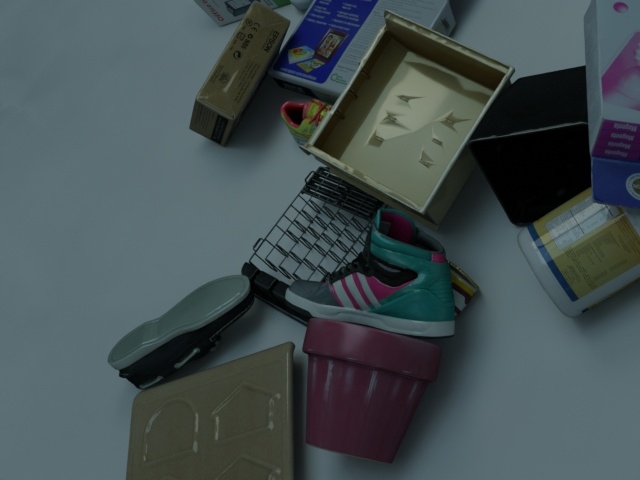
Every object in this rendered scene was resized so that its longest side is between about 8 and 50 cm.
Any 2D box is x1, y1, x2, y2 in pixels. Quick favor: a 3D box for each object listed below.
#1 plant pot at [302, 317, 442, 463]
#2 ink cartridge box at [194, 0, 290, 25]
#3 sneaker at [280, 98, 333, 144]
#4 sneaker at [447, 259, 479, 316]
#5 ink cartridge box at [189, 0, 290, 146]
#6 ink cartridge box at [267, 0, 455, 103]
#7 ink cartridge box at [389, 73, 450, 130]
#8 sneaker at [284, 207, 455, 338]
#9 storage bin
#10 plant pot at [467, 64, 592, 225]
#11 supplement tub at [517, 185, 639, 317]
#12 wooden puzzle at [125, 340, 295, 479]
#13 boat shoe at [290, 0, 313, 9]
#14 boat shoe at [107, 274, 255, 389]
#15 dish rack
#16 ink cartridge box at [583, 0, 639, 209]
[{"bbox_3d":[0.060,0.220,1.557,0.201,0.201,0.180,8,80,40],"label":"plant pot"},{"bbox_3d":[-0.170,-0.557,2.283,0.212,0.154,0.093,-9,57,31],"label":"ink cartridge box"},{"bbox_3d":[0.009,-0.213,1.954,0.209,0.094,0.081,7,63,38],"label":"sneaker"},{"bbox_3d":[0.157,0.056,1.672,0.084,0.069,0.185,-51,43,-5],"label":"sneaker"},{"bbox_3d":[-0.158,-0.319,2.087,0.234,0.088,0.193,-62,3,-14],"label":"ink cartridge box"},{"bbox_3d":[0.093,-0.391,2.015,0.304,0.072,0.307,24,76,40],"label":"ink cartridge box"},{"bbox_3d":[0.178,-0.235,1.844,0.143,0.090,0.092,-40,45,5],"label":"ink cartridge box"},{"bbox_3d":[0.074,0.039,1.617,0.296,0.124,0.178,8,95,36],"label":"sneaker"},{"bbox_3d":[0.139,-0.195,1.716,0.260,0.123,0.262,31,87,24],"label":"storage bin"},{"bbox_3d":[0.355,-0.151,1.602,0.187,0.188,0.167,-6,45,34],"label":"plant pot"},{"bbox_3d":[0.389,-0.001,1.484,0.200,0.144,0.144,-33,46,13],"label":"supplement tub"},{"bbox_3d":[-0.168,0.352,1.709,0.322,0.080,0.347,-20,46,24],"label":"wooden puzzle"},{"bbox_3d":[0.030,-0.610,2.213,0.302,0.094,0.109,-50,43,-4],"label":"boat shoe"},{"bbox_3d":[-0.227,0.161,1.872,0.303,0.091,0.114,-27,29,22],"label":"boat shoe"},{"bbox_3d":[0.000,0.000,1.830,0.208,0.074,0.271,26,76,43],"label":"dish rack"},{"bbox_3d":[0.524,-0.181,1.443,0.324,0.071,0.330,7,57,-1],"label":"ink cartridge box"}]
